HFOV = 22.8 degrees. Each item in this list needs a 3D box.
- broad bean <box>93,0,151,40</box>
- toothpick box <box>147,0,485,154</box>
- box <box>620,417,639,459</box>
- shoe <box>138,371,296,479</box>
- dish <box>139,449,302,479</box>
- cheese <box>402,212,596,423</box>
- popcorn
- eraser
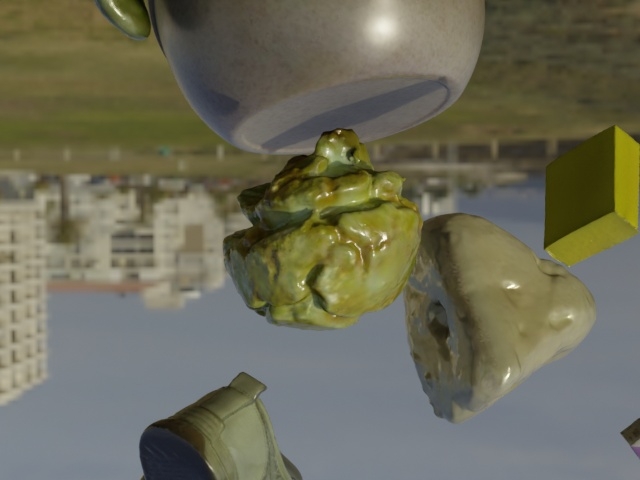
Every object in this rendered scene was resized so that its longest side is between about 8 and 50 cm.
[{"bbox_3d":[-0.242,-0.320,1.793,0.072,0.206,0.153,-14,178,12],"label":"broad bean"},{"bbox_3d":[-0.017,-0.346,1.906,0.409,0.425,0.409,-12,168,-3],"label":"toothpick box"},{"bbox_3d":[0.334,0.220,1.497,0.036,0.117,0.050,-38,-170,5],"label":"box"},{"bbox_3d":[-0.069,0.223,1.306,0.103,0.275,0.098,27,-127,29],"label":"shoe"},{"bbox_3d":[-0.117,0.251,1.701,0.191,0.066,0.190,-6,-143,5],"label":"dish"},{"bbox_3d":[0.215,0.078,2.044,0.251,0.248,0.173,-21,165,-33],"label":"cheese"},{"bbox_3d":[0.000,0.000,1.624,0.204,0.183,0.221,-39,-171,-28],"label":"popcorn"},{"bbox_3d":[0.278,-0.044,1.625,0.045,0.122,0.097,35,133,-28],"label":"eraser"}]
